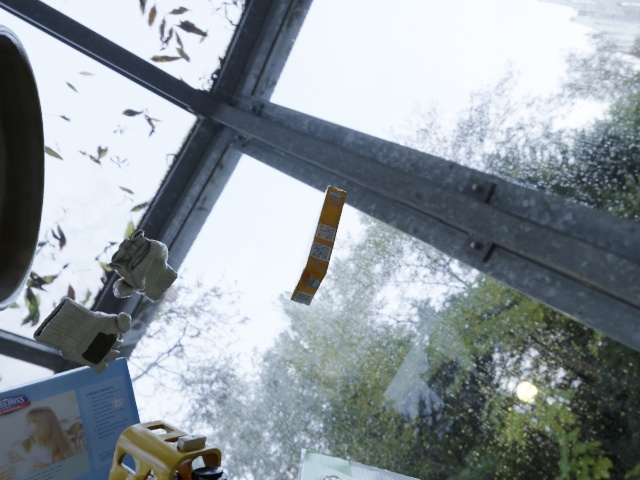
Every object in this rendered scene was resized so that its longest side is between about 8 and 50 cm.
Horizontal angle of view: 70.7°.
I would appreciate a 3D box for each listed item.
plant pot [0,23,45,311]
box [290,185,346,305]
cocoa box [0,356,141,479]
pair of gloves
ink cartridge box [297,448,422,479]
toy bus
[{"bbox_3d":[-0.489,-0.082,0.482,0.280,0.323,0.323,1,-66,-20],"label":"plant pot"},{"bbox_3d":[0.000,0.000,0.536,0.081,0.028,0.136,115,174,-53],"label":"box"},{"bbox_3d":[-0.558,0.395,0.889,0.347,0.228,0.232,-10,-100,-39],"label":"cocoa box"},{"bbox_3d":[-0.342,0.107,0.776,0.240,0.042,0.204,-54,-17,-26],"label":"pair of gloves"},{"bbox_3d":[0.090,0.287,0.380,0.189,0.255,0.097,78,-152,-86],"label":"ink cartridge box"},{"bbox_3d":[-0.179,0.304,0.582,0.202,0.191,0.105,11,-95,-12],"label":"toy bus"}]
